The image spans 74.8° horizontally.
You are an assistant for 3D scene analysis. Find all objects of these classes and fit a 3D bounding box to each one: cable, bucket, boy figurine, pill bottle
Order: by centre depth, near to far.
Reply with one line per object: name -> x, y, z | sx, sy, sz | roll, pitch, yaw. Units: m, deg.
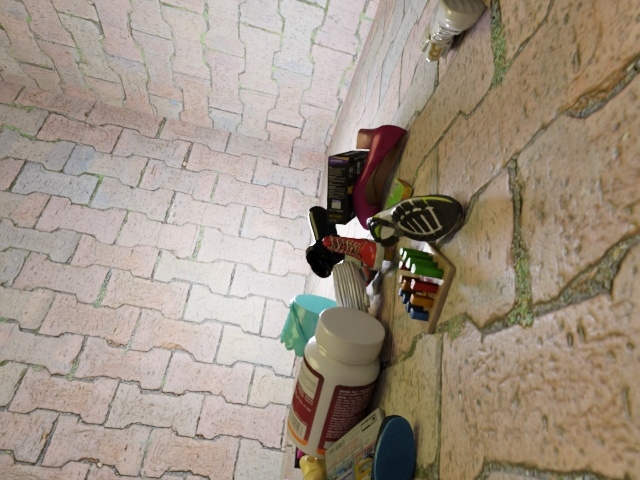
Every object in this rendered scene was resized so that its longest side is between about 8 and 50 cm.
boy figurine -> 0.017, 0.674, 1.189 | 0.092, 0.177, 0.285 | -66, -15, -8
pill bottle -> 0.045, 0.406, 1.216 | 0.224, 0.224, 0.392 | -98, 21, -69
cable -> 0.099, 0.199, 1.389 | 0.257, 0.089, 0.257 | 83, 175, -49
bucket -> -0.016, 0.340, 1.672 | 0.281, 0.281, 0.183 | -121, 45, -79

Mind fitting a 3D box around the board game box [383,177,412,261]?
board game box -> 0.222, -0.055, 1.304 | 0.124, 0.039, 0.259 | -97, 21, -69

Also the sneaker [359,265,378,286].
sneaker -> 0.167, 0.119, 1.416 | 0.158, 0.065, 0.061 | 91, 156, -74

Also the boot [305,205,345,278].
boot -> 0.000, 0.000, 1.525 | 0.246, 0.094, 0.207 | 66, -158, -5

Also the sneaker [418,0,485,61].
sneaker -> 0.319, -0.522, 1.049 | 0.292, 0.108, 0.169 | -72, -2, -50

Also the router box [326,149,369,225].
router box -> 0.110, -0.211, 1.597 | 0.309, 0.081, 0.242 | -36, -49, -64

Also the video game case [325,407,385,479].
video game case -> 0.093, 0.555, 1.044 | 0.212, 0.023, 0.193 | -46, 18, 16

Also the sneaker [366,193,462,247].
sneaker -> 0.226, -0.065, 0.991 | 0.121, 0.111, 0.300 | -38, 12, -22

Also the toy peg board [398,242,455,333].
toy peg board -> 0.216, 0.097, 0.948 | 0.161, 0.079, 0.160 | -99, 22, -71

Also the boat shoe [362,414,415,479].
boat shoe -> 0.131, 0.496, 0.880 | 0.089, 0.109, 0.258 | 155, 128, -75

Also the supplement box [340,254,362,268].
supplement box -> 0.121, 0.088, 1.661 | 0.056, 0.083, 0.083 | 115, 165, -59

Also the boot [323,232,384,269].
boot -> 0.100, 0.029, 1.317 | 0.244, 0.176, 0.088 | -128, 48, -80

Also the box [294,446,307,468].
box -> 0.007, 0.659, 1.449 | 0.163, 0.142, 0.247 | -88, 13, -56

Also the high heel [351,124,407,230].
high heel -> 0.210, -0.206, 1.457 | 0.181, 0.127, 0.377 | 13, 116, 42
